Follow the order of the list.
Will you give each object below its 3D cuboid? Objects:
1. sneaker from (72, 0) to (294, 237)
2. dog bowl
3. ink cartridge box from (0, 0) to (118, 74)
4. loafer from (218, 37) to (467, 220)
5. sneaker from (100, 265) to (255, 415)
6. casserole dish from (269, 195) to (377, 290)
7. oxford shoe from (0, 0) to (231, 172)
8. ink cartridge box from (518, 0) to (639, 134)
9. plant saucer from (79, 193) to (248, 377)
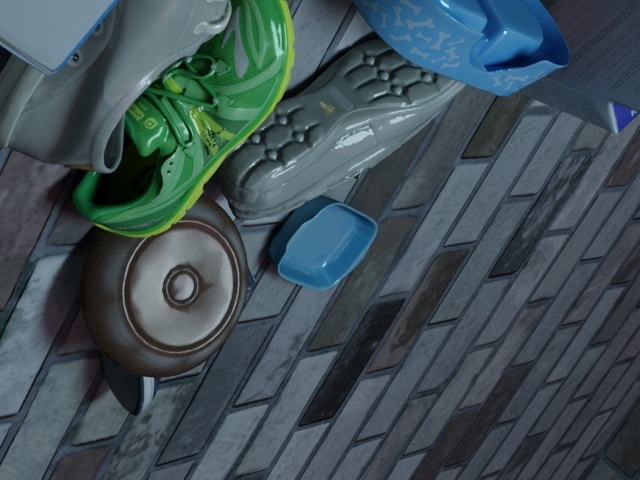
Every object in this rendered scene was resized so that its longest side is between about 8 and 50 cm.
[{"bbox_3d":[-0.126,-0.120,1.478,0.295,0.109,0.123,-57,157,19],"label":"sneaker"},{"bbox_3d":[0.138,-0.235,1.646,0.074,0.166,0.297,-41,149,26],"label":"dog bowl"},{"bbox_3d":[-0.201,-0.280,0.914,0.223,0.307,0.129,-50,152,5],"label":"ink cartridge box"},{"bbox_3d":[0.028,-0.124,1.720,0.319,0.112,0.111,-28,154,-20],"label":"loafer"},{"bbox_3d":[-0.152,0.086,1.752,0.163,0.086,0.226,-25,145,-33],"label":"sneaker"},{"bbox_3d":[0.000,0.000,1.921,0.114,0.037,0.188,-51,155,7],"label":"casserole dish"},{"bbox_3d":[-0.110,-0.233,1.264,0.449,0.130,0.169,-54,-173,21],"label":"oxford shoe"},{"bbox_3d":[0.391,-0.261,1.834,0.324,0.330,0.071,-41,128,-12],"label":"ink cartridge box"},{"bbox_3d":[-0.149,0.045,1.634,0.198,0.036,0.199,-6,100,-34],"label":"plant saucer"}]
